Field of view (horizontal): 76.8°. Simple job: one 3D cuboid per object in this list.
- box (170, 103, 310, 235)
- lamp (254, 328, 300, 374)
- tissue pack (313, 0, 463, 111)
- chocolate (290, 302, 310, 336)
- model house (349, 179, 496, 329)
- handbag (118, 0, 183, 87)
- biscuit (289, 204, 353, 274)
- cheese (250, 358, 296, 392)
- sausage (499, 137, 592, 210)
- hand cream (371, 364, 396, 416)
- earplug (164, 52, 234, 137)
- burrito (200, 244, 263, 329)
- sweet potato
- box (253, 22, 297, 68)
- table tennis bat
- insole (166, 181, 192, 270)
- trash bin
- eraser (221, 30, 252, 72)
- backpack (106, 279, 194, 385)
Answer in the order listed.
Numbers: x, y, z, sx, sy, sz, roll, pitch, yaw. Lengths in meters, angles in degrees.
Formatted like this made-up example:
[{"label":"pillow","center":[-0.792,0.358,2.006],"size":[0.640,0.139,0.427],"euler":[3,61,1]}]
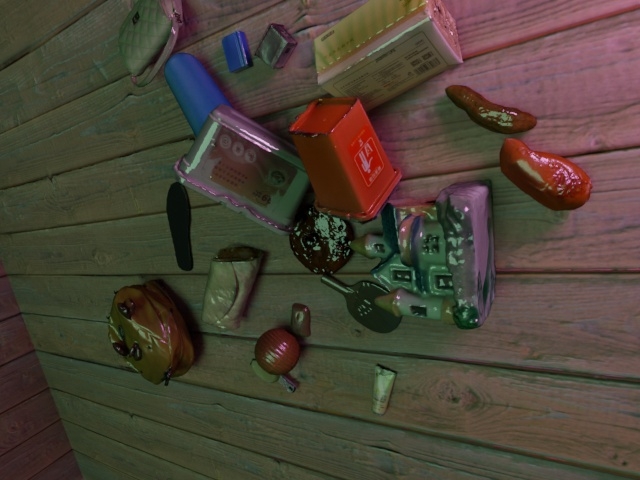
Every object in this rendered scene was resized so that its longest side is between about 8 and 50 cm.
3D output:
[{"label":"box","center":[-0.164,-0.174,0.960],"size":[0.311,0.175,0.182],"euler":[27,112,-16]},{"label":"lamp","center":[-0.125,0.324,1.184],"size":[0.136,0.136,0.136],"euler":[11,112,29]},{"label":"tissue pack","center":[0.126,-0.360,0.764],"size":[0.234,0.159,0.125],"euler":[-18,72,36]},{"label":"chocolate","center":[-0.061,0.235,1.176],"size":[0.064,0.031,0.101],"euler":[12,111,23]},{"label":"model house","center":[0.184,0.028,0.860],"size":[0.324,0.194,0.267],"euler":[1,107,35]},{"label":"handbag","center":[-0.458,-0.544,1.087],"size":[0.256,0.079,0.219],"euler":[-27,68,35]},{"label":"biscuit","center":[0.000,0.000,1.046],"size":[0.192,0.049,0.192],"euler":[11,114,25]},{"label":"cheese","center":[-0.147,0.414,1.280],"size":[0.171,0.047,0.092],"euler":[17,117,27]},{"label":"sausage","center":[0.400,-0.120,0.732],"size":[0.179,0.089,0.089],"euler":[37,122,13]},{"label":"hand cream","center":[0.167,0.409,1.091],"size":[0.061,0.039,0.143],"euler":[15,109,30]},{"label":"earplug","center":[-0.318,-0.375,1.073],"size":[0.132,0.132,0.273],"euler":[-37,82,35]},{"label":"burrito","center":[-0.273,0.135,1.231],"size":[0.143,0.105,0.299],"euler":[27,118,11]},{"label":"sweet potato","center":[0.312,-0.245,0.765],"size":[0.182,0.053,0.054],"euler":[34,127,18]},{"label":"box","center":[-0.104,-0.454,0.951],"size":[0.063,0.060,0.085],"euler":[45,124,1]},{"label":"table tennis bat","center":[0.103,0.153,1.054],"size":[0.234,0.022,0.131],"euler":[30,121,18]},{"label":"insole","center":[-0.464,-0.041,1.342],"size":[0.110,0.012,0.310],"euler":[8,111,29]},{"label":"trash bin","center":[0.038,-0.167,0.842],"size":[0.184,0.161,0.239],"euler":[15,149,41]},{"label":"eraser","center":[-0.212,-0.477,1.026],"size":[0.063,0.027,0.085],"euler":[-6,103,34]},{"label":"backpack","center":[-0.615,0.335,1.453],"size":[0.378,0.201,0.354],"euler":[39,127,18]}]
